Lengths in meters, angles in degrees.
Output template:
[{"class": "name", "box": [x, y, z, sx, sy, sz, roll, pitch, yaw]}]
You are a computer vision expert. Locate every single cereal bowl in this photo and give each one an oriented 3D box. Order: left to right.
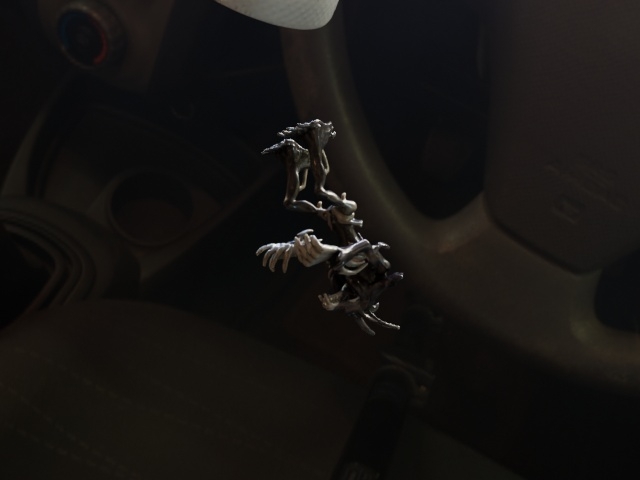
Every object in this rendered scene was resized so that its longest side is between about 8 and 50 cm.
[{"class": "cereal bowl", "box": [-0.107, -0.519, 1.468, 0.339, 0.141, 0.339, 20, 34, -14]}]

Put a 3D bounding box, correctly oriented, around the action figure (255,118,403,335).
[{"class": "action figure", "box": [0.000, 0.000, 1.041, 0.141, 0.164, 0.275, -19, 87, -33]}]
